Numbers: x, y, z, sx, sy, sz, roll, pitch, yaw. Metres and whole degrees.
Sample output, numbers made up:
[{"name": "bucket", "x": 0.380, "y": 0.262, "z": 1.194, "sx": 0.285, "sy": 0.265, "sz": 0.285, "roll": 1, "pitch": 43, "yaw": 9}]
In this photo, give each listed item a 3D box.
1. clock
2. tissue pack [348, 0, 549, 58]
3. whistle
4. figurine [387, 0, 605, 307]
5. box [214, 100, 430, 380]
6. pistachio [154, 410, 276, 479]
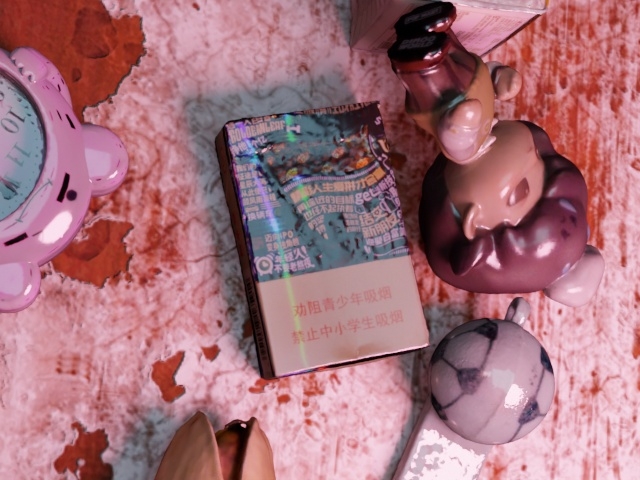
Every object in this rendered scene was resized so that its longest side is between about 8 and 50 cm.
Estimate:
[{"name": "clock", "x": -0.404, "y": -0.095, "z": 1.343, "sx": 0.322, "sy": 0.113, "sz": 0.295, "roll": 36, "pitch": 76, "yaw": -7}, {"name": "tissue pack", "x": 0.147, "y": -0.301, "z": 1.434, "sx": 0.185, "sy": 0.225, "sz": 0.124, "roll": 3, "pitch": 83, "yaw": -12}, {"name": "whistle", "x": 0.188, "y": 0.199, "z": 1.411, "sx": 0.163, "sy": 0.163, "sz": 0.289, "roll": 25, "pitch": 77, "yaw": -8}, {"name": "figurine", "x": 0.203, "y": -0.102, "z": 1.377, "sx": 0.206, "sy": 0.218, "sz": 0.365, "roll": -11, "pitch": 128, "yaw": 5}, {"name": "box", "x": 0.000, "y": 0.000, "z": 1.433, "sx": 0.198, "sy": 0.084, "sz": 0.310, "roll": -10, "pitch": 85, "yaw": -13}, {"name": "pistachio", "x": -0.120, "y": 0.304, "z": 1.332, "sx": 0.157, "sy": 0.157, "sz": 0.229, "roll": 10, "pitch": 68, "yaw": -11}]
